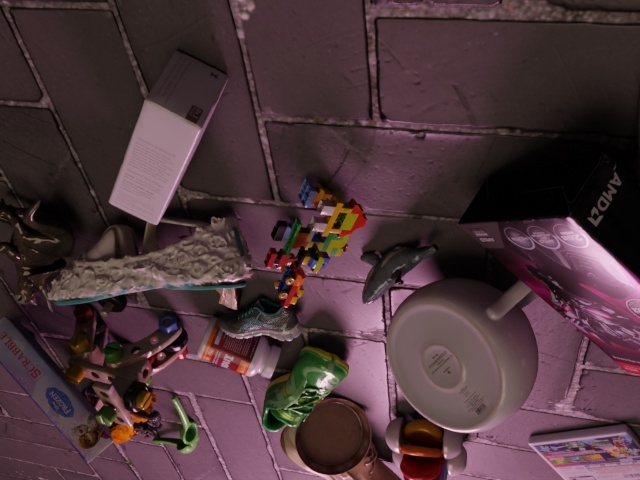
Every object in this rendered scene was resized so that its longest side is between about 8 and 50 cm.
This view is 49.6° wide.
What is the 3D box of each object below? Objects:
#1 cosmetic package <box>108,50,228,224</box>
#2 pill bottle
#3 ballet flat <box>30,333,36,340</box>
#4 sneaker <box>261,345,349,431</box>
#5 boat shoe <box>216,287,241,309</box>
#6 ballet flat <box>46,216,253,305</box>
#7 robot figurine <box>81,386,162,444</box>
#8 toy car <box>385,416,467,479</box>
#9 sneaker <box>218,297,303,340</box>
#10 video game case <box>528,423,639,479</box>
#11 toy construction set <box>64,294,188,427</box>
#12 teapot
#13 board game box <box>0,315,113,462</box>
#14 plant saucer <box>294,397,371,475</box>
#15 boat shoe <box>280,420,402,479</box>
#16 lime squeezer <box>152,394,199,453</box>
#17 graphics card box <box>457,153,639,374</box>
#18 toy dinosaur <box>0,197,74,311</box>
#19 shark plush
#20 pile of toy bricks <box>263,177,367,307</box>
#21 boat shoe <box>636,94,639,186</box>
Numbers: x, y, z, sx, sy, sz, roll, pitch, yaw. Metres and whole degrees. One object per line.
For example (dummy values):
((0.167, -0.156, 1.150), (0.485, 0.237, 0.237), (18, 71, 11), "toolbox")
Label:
((-0.216, -0.137, 0.966), (0.085, 0.117, 0.231), (25, 138, -10), "cosmetic package")
((-0.158, 0.214, 1.360), (0.151, 0.086, 0.086), (21, 140, -4), "pill bottle")
((-0.698, 0.276, 1.669), (0.057, 0.049, 0.173), (30, 145, -5), "ballet flat")
((-0.034, 0.310, 1.392), (0.109, 0.124, 0.295), (27, 138, -10), "sneaker")
((-0.168, 0.079, 1.239), (0.045, 0.050, 0.135), (9, 139, 2), "boat shoe")
((-0.296, 0.028, 1.188), (0.408, 0.147, 0.147), (-7, 134, 23), "ballet flat")
((-0.508, 0.422, 1.723), (0.211, 0.085, 0.291), (33, 138, -18), "robot figurine")
((0.220, 0.462, 1.458), (0.159, 0.136, 0.182), (0, 136, 20), "toy car")
((-0.115, 0.139, 1.292), (0.166, 0.065, 0.076), (-1, 120, 17), "sneaker")
((0.553, 0.433, 1.392), (0.201, 0.023, 0.183), (-21, 126, 38), "video game case")
((-0.428, 0.276, 1.412), (0.257, 0.237, 0.309), (21, 140, -3), "toy construction set")
((0.243, 0.159, 1.085), (0.256, 0.187, 0.253), (2, 107, 45), "teapot")
((-0.565, 0.305, 1.451), (0.319, 0.066, 0.318), (51, 160, -4), "board game box")
((0.026, 0.419, 1.494), (0.168, 0.169, 0.029), (26, 178, -9), "plant saucer")
((0.073, 0.504, 1.572), (0.341, 0.122, 0.110), (33, 120, -17), "boat shoe")
((-0.356, 0.485, 1.776), (0.110, 0.058, 0.310), (47, 143, 13), "lime squeezer")
((0.378, 0.052, 0.874), (0.371, 0.094, 0.232), (40, 167, -16), "graphics card box")
((-0.507, -0.007, 1.244), (0.160, 0.121, 0.313), (23, 136, -24), "toy dinosaur")
((0.128, 0.050, 1.083), (0.161, 0.067, 0.073), (-21, 126, 37), "shark plush")
((0.000, 0.000, 1.068), (0.105, 0.118, 0.212), (5, 129, -29), "pile of toy bricks")
((0.428, -0.107, 0.780), (0.119, 0.121, 0.335), (-5, 146, 15), "boat shoe")
